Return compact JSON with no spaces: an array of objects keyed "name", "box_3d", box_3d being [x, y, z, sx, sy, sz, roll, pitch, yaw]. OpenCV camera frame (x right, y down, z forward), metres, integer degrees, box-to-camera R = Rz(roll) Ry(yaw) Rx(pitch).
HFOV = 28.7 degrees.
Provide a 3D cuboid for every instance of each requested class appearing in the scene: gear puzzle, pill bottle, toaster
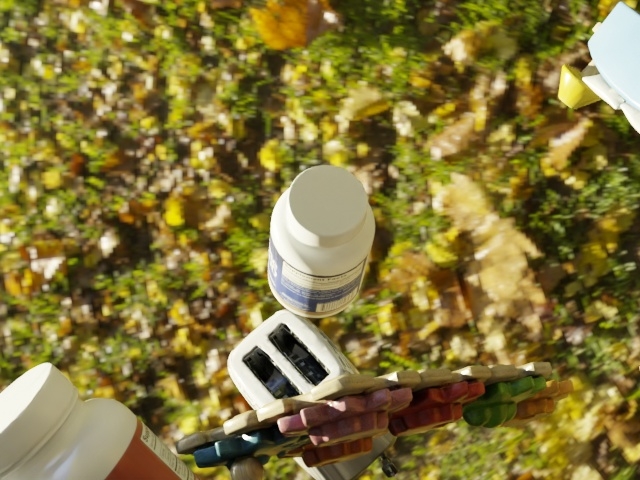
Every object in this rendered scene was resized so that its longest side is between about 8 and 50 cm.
[{"name":"gear puzzle","box_3d":[0.067,0.132,0.891,0.175,0.339,0.044,-26,71,37]},{"name":"pill bottle","box_3d":[0.000,0.000,0.814,0.067,0.120,0.067,2,66,-4]},{"name":"toaster","box_3d":[-0.010,0.185,1.466,0.129,0.146,0.227,-41,44,-5]},{"name":"pill bottle","box_3d":[-0.152,0.194,0.903,0.121,0.121,0.216,-34,109,27]}]

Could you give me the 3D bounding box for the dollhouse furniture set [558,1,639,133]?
[{"name":"dollhouse furniture set","box_3d":[0.334,-0.007,1.026,0.198,0.286,0.303,-53,38,18]}]
